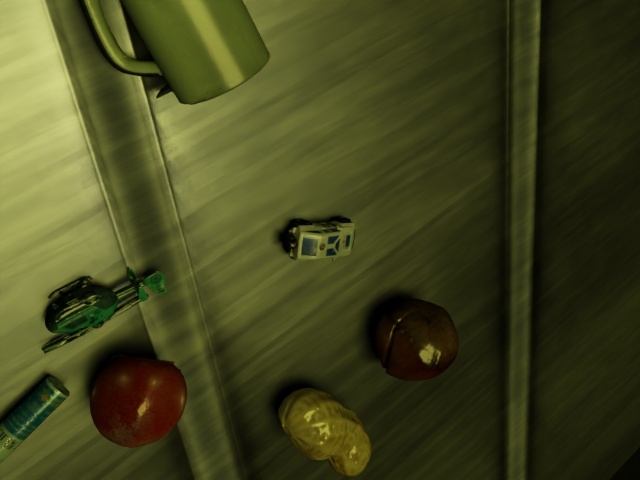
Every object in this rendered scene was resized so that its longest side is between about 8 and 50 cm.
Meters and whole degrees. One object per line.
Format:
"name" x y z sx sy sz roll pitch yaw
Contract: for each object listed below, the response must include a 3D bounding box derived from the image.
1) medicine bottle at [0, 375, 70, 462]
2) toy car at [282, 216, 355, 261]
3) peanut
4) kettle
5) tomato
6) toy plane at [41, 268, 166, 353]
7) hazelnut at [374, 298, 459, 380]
"medicine bottle" -0.514 0.316 1.064 0.191 0.051 0.051 -46 128 -12
"toy car" 0.000 0.000 1.285 0.171 0.070 0.080 -5 112 -35
"peanut" 0.020 0.443 1.444 0.147 0.147 0.305 -53 132 -6
"kettle" -0.228 -0.340 0.936 0.240 0.165 0.255 -23 125 8
"tomato" -0.327 0.287 1.114 0.167 0.167 0.167 -14 117 -30
"toy plane" -0.375 0.109 1.072 0.235 0.060 0.096 -28 131 -20
"hazelnut" 0.218 0.247 1.484 0.208 0.208 0.208 -14 117 -30
